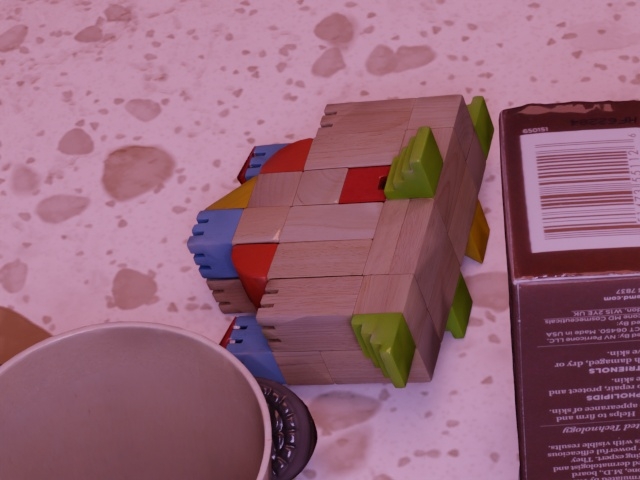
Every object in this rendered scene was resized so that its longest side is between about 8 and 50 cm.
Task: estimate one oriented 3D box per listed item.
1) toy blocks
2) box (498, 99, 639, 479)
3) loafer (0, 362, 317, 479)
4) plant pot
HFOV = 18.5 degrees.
[{"bbox_3d":[0.000,0.000,1.891,0.261,0.190,0.381,-3,45,22],"label":"toy blocks"},{"bbox_3d":[0.223,0.087,1.609,0.143,0.381,0.191,-3,48,4],"label":"box"},{"bbox_3d":[-0.164,0.185,1.779,0.366,0.130,0.133,3,82,23],"label":"loafer"},{"bbox_3d":[-0.149,0.251,1.589,0.257,0.274,0.256,-5,46,5],"label":"plant pot"}]
